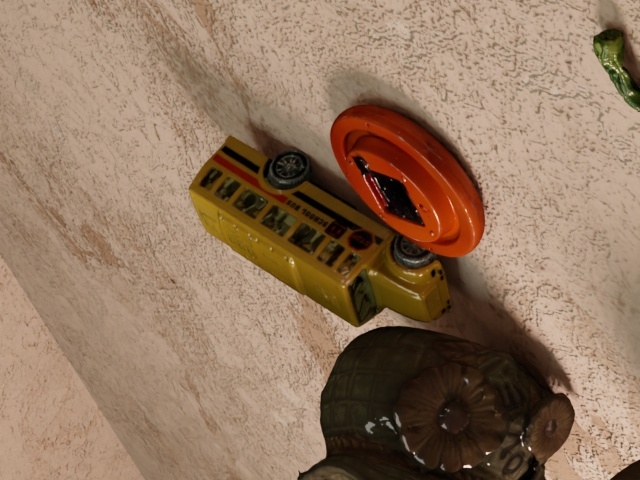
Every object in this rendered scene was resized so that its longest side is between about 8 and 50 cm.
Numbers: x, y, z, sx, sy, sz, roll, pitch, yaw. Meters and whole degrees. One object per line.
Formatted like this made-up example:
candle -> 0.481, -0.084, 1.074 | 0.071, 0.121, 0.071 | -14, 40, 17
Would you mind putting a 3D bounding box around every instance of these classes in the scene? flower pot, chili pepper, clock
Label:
flower pot -> 0.137, 0.234, 2.015 | 0.302, 0.213, 0.302 | 16, 164, 5
chili pepper -> 0.249, -0.139, 1.421 | 0.034, 0.030, 0.091 | -11, 129, 35
clock -> 0.090, -0.061, 1.841 | 0.205, 0.051, 0.205 | 37, 160, 17

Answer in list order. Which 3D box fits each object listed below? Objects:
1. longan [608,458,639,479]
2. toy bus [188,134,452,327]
longan -> 0.384, 0.363, 1.722 | 0.319, 0.319, 0.319 | 38, 159, 18
toy bus -> 0.000, 0.000, 2.024 | 0.335, 0.123, 0.121 | 32, 157, 30
